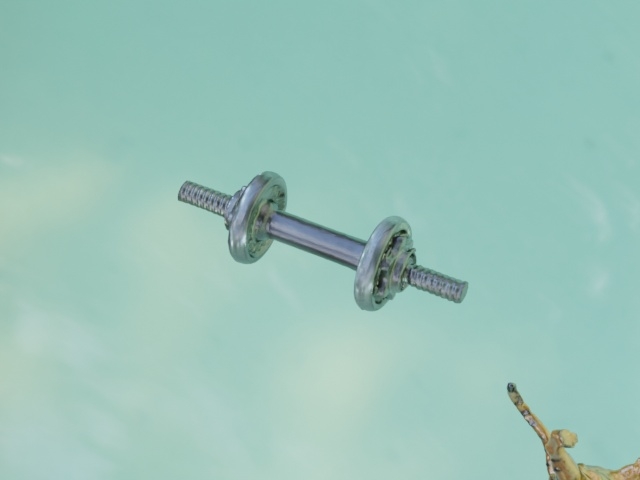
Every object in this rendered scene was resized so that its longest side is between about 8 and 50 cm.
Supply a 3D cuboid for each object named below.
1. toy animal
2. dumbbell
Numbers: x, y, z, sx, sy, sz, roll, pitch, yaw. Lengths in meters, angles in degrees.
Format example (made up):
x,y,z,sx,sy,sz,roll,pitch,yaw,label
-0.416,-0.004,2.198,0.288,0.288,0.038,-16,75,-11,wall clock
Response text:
x,y,z,sx,sy,sz,roll,pitch,yaw,label
0.243,0.229,1.773,0.116,0.114,0.255,-34,89,43,toy animal
0.000,0.000,1.573,0.254,0.081,0.082,21,81,19,dumbbell
